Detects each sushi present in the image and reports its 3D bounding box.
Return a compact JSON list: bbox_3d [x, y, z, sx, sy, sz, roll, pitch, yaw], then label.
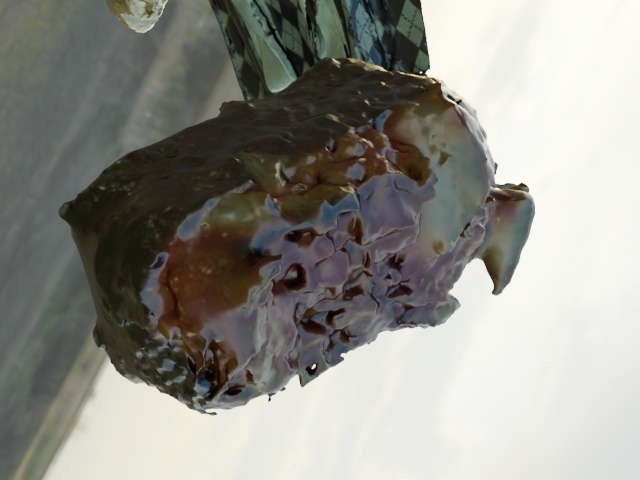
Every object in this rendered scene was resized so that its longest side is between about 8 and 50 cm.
[{"bbox_3d":[0.000,0.000,0.969,0.343,0.182,0.196,-27,131,-34],"label":"sushi"}]

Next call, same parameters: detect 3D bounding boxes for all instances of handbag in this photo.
[{"bbox_3d":[-0.016,-0.312,1.754,0.180,0.317,0.416,-19,-174,-23],"label":"handbag"}]

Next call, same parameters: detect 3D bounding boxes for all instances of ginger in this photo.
[{"bbox_3d":[-0.239,-0.341,1.636,0.081,0.334,0.148,-28,143,-4],"label":"ginger"}]
